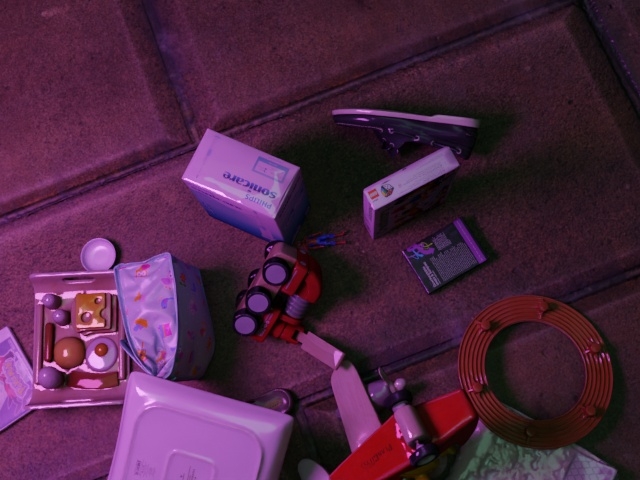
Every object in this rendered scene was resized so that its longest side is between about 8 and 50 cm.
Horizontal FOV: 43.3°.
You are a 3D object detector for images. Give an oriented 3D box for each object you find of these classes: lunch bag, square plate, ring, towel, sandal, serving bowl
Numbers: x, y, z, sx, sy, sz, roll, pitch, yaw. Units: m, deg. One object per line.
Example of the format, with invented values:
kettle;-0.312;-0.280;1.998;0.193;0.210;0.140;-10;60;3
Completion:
lunch bag;-0.330;0.180;1.739;0.160;0.223;0.262;-14;78;7
square plate;-0.258;0.469;1.603;0.344;0.049;0.347;15;98;5
ring;0.463;0.275;1.728;0.337;0.032;0.336;0;68;-1
towel;0.417;0.547;1.686;0.317;0.053;0.332;27;79;10
sandal;-0.157;0.393;1.759;0.219;0.060;0.090;-27;76;-2
serving bowl;-0.516;0.038;1.886;0.083;0.027;0.083;-1;76;4

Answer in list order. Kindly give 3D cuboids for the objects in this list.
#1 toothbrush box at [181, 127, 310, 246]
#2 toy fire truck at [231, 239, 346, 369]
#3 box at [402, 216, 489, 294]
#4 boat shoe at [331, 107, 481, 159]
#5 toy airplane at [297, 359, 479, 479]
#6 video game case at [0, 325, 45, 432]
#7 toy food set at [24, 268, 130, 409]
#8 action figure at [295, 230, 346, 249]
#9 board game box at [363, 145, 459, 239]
toothbrush box;-0.152;-0.102;1.754;0.216;0.295;0.126;24;80;10
toy fire truck;-0.046;0.153;1.755;0.246;0.158;0.217;27;110;-13
box;0.282;0.035;1.827;0.162;0.029;0.116;-29;76;-4
boat shoe;0.191;-0.242;1.855;0.340;0.127;0.113;5;100;3
toy airplane;0.146;0.463;1.644;0.384;0.272;0.386;6;84;45
video game case;-0.742;0.328;1.837;0.183;0.023;0.201;-34;77;-4
toy food set;-0.545;0.219;1.801;0.220;0.092;0.306;-4;74;-1
action figure;0.000;0.000;1.857;0.115;0.030;0.038;-9;81;4
board game box;0.186;-0.094;1.722;0.193;0.305;0.053;-27;79;-2
